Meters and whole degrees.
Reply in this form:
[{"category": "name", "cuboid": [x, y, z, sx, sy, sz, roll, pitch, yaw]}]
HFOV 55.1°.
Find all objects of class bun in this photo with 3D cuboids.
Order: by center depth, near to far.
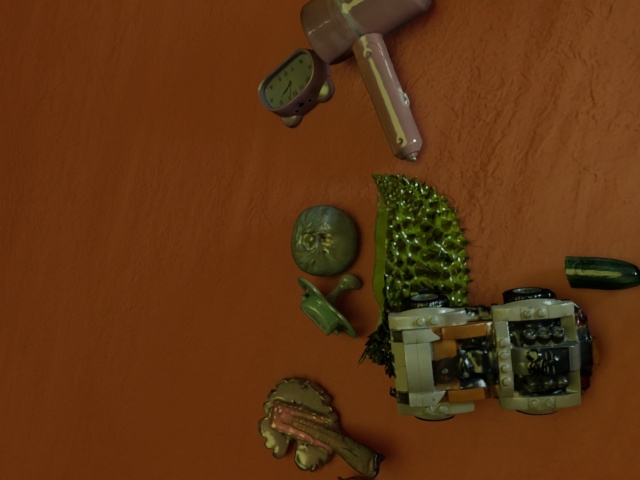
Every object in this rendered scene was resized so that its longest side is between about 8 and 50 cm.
[{"category": "bun", "cuboid": [0.000, 0.000, 1.142, 0.141, 0.083, 0.140, -4, 82, 33]}]

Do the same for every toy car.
[{"category": "toy car", "cuboid": [0.246, 0.164, 0.899, 0.301, 0.118, 0.193, -4, 94, 11]}]

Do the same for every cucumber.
[{"category": "cucumber", "cuboid": [0.406, 0.047, 0.879, 0.105, 0.048, 0.048, 2, 88, 35]}]

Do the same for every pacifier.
[{"category": "pacifier", "cuboid": [0.027, 0.109, 1.123, 0.150, 0.126, 0.116, 42, 74, 12]}]

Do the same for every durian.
[{"category": "durian", "cuboid": [0.152, 0.055, 1.039, 0.169, 0.158, 0.351, 174, 98, -69]}]

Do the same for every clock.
[{"category": "clock", "cuboid": [-0.050, -0.301, 1.213, 0.153, 0.050, 0.110, -34, 69, 28]}]

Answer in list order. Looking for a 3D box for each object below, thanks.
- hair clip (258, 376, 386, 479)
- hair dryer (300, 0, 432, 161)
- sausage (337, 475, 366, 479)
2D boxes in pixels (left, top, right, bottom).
[{"category": "hair clip", "cuboid": [0.006, 0.358, 1.123, 0.300, 0.069, 0.172, 12, 93, 45]}, {"category": "hair dryer", "cuboid": [0.121, -0.308, 1.073, 0.210, 0.125, 0.352, -23, 84, 30]}, {"category": "sausage", "cuboid": [0.098, 0.465, 1.058, 0.169, 0.065, 0.065, 22, 100, 34]}]
